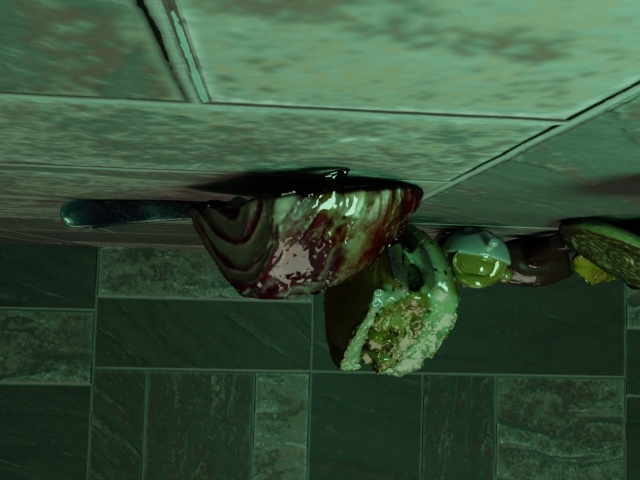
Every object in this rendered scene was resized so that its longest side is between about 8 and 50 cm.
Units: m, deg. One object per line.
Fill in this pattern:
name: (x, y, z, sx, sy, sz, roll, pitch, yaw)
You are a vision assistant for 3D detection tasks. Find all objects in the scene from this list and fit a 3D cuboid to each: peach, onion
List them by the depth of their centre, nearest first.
onion: (0.000, 0.000, 0.840, 0.280, 0.146, 0.314, -1, 174, -29)
peach: (0.699, 0.050, 1.578, 0.151, 0.118, 0.151, 33, 165, 10)

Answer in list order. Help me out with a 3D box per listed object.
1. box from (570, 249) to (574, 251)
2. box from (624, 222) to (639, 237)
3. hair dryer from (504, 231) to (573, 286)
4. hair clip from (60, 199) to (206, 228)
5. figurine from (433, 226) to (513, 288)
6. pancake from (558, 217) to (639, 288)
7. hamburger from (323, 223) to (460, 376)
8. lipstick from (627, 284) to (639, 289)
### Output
box: (0.627, 0.015, 1.704, 0.091, 0.031, 0.126, 3, 178, -13)
box: (0.656, -0.004, 1.198, 0.180, 0.047, 0.325, 0, 176, 10)
hair dryer: (0.463, 0.026, 1.496, 0.313, 0.123, 0.340, 0, 166, -1)
hair clip: (-0.277, -0.042, 1.062, 0.275, 0.048, 0.083, 0, 172, 8)
figurine: (0.326, 0.029, 1.409, 0.194, 0.133, 0.274, 18, -169, 15)
pancake: (0.536, 0.028, 1.158, 0.250, 0.031, 0.250, 32, 175, 3)
hamburger: (0.123, 0.100, 1.312, 0.195, 0.276, 0.318, 4, 137, -20)
lipstick: (0.675, 0.049, 1.111, 0.077, 0.077, 0.418, 2, 174, -11)
